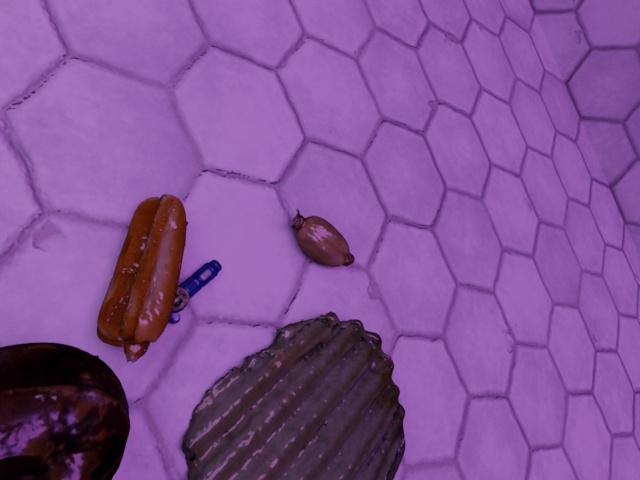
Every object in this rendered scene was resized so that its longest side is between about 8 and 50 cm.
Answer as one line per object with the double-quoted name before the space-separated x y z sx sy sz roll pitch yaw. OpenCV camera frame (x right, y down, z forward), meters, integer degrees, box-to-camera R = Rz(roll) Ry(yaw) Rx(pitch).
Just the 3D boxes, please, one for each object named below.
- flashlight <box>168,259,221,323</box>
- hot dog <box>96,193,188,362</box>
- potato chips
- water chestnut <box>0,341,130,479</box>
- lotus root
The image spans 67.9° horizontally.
"flashlight" -0.197 0.070 0.726 0.057 0.035 0.121 53 52 -8
"hot dog" -0.239 0.049 0.666 0.076 0.102 0.248 50 37 -52
"potato chips" -0.007 0.322 0.780 0.429 0.070 0.358 -36 96 -40
"water chestnut" -0.306 0.219 0.473 0.224 0.238 0.223 -23 134 -26
"lotus root" 0.000 0.000 0.884 0.150 0.062 0.073 39 79 -20
